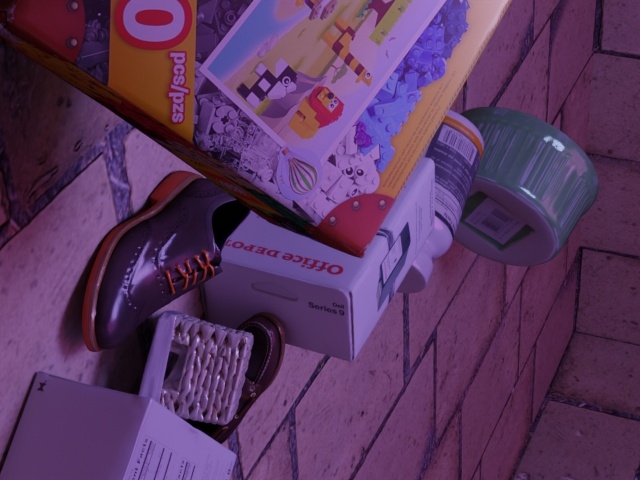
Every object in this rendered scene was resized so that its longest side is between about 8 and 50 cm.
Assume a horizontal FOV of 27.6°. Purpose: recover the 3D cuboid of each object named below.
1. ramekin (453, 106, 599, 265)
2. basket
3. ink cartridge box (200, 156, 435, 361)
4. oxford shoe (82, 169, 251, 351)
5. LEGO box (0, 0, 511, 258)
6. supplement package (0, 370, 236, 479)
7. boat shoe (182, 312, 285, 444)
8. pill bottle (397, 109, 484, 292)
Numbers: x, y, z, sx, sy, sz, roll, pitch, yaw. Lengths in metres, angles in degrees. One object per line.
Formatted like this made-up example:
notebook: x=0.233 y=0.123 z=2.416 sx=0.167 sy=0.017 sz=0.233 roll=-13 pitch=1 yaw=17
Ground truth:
ramekin: x=0.339 y=-0.088 z=2.383 sx=0.148 sy=0.303 sz=0.303 roll=-59 pitch=153 yaw=-27
basket: x=-0.137 y=0.145 z=1.466 sx=0.167 sy=0.103 sz=0.113 roll=86 pitch=17 yaw=-87
ink cartridge box: x=0.000 y=0.000 z=1.664 sx=0.289 sy=0.211 sz=0.121 roll=-55 pitch=150 yaw=-45
oxford shoe: x=-0.164 y=0.020 z=1.403 sx=0.096 sy=0.098 sz=0.271 roll=82 pitch=28 yaw=-42
LEGO box: x=-0.014 y=-0.299 z=1.104 sx=0.372 sy=0.193 sz=0.500 roll=33 pitch=84 yaw=-32
supplement package: x=-0.206 y=0.243 z=1.358 sx=0.244 sy=0.139 sz=0.133 roll=52 pitch=52 yaw=-62
boat shoe: x=-0.110 y=0.180 z=1.589 sx=0.073 sy=0.073 sz=0.207 roll=-24 pitch=145 yaw=-57
pill bottle: x=0.149 y=-0.066 z=2.082 sx=0.162 sy=0.162 sz=0.278 roll=67 pitch=41 yaw=-56
